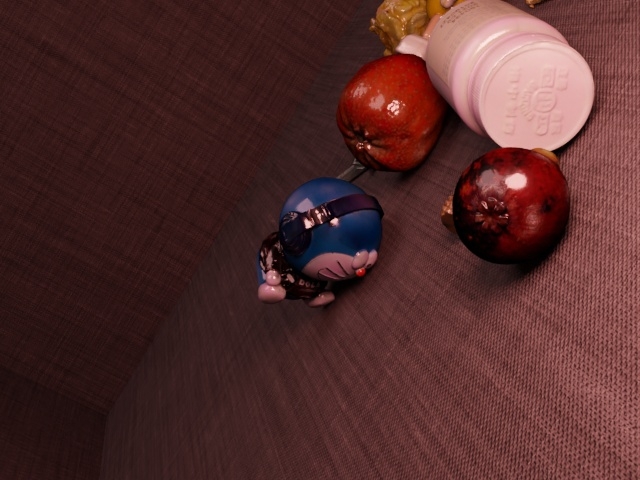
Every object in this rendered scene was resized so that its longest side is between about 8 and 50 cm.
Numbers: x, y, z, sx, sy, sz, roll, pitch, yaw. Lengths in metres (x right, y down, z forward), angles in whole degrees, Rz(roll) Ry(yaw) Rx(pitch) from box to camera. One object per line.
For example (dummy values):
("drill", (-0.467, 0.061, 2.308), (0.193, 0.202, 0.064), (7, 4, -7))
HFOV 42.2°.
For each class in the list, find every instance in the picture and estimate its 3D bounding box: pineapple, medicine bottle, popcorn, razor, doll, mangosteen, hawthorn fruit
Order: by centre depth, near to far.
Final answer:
("mangosteen", (0.290, -0.058, 1.236), (0.200, 0.200, 0.200), (-52, 18, 24))
("medicine bottle", (0.317, -0.292, 1.443), (0.213, 0.213, 0.378), (-54, 17, 18))
("pineapple", (0.271, -0.087, 1.490), (0.074, 0.074, 0.159), (-31, 24, 58))
("doll", (0.000, 0.000, 1.821), (0.310, 0.284, 0.240), (-39, 68, 40))
("hawthorn fruit", (0.189, -0.301, 1.858), (0.300, 0.254, 0.254), (-36, 10, -18))
("doll", (0.328, -0.580, 2.036), (0.423, 0.161, 0.348), (-58, -2, -24))
("razor", (0.077, -0.183, 2.257), (0.278, 0.056, 0.111), (-46, 18, 58))
("popcorn", (0.229, -0.590, 2.283), (0.167, 0.185, 0.187), (-51, -4, -48))

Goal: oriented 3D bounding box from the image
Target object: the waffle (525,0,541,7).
("waffle", (0.470, -0.502, 1.694), (0.097, 0.023, 0.152), (-53, 18, 25))
